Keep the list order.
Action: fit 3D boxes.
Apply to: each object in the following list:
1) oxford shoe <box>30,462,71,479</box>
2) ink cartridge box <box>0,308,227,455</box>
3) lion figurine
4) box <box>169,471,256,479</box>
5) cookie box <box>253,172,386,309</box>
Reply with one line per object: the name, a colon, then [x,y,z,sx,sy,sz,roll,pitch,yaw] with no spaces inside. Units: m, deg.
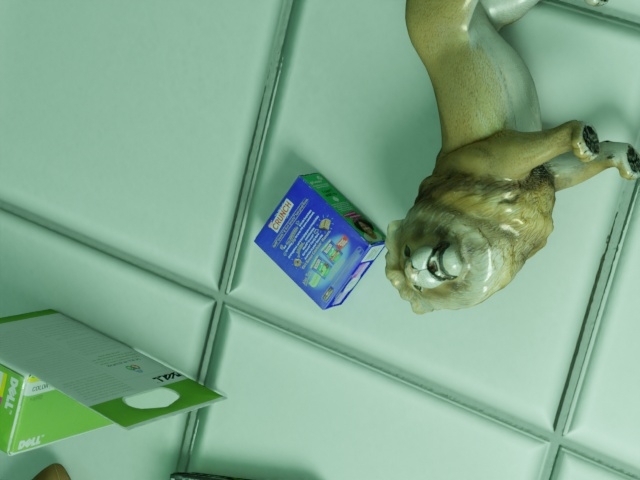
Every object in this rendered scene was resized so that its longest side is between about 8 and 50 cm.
oxford shoe: [-0.341,0.334,1.926,0.212,0.076,0.076,-47,42,29]
ink cartridge box: [-0.260,0.171,1.775,0.255,0.189,0.097,24,106,26]
lion figurine: [0.150,-0.137,1.547,0.240,0.142,0.392,-16,73,39]
box: [-0.081,0.343,1.751,0.191,0.045,0.184,1,85,30]
cookie box: [0.000,0.000,1.687,0.107,0.040,0.092,45,116,19]
